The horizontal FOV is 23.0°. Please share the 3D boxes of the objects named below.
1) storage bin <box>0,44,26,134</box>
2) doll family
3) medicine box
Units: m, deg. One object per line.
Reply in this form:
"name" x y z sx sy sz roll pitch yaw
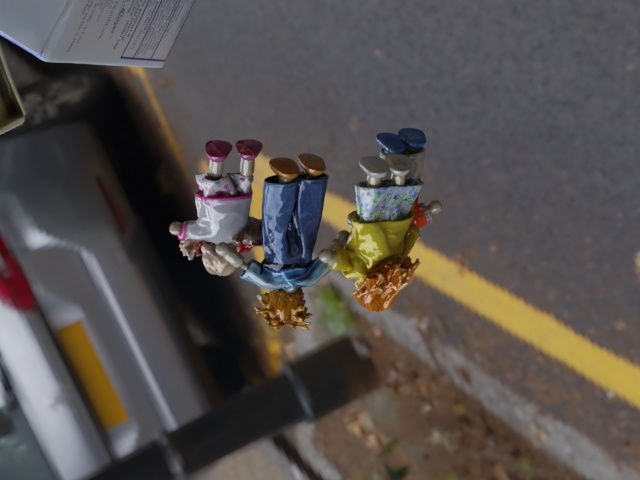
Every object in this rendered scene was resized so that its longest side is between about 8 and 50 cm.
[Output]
"storage bin" -0.373 -0.152 1.073 0.123 0.260 0.262 24 136 63
"doll family" 0.000 0.000 1.442 0.118 0.263 0.163 -118 28 -56
"medicine box" -0.310 -0.319 1.764 0.263 0.149 0.289 31 -167 15
